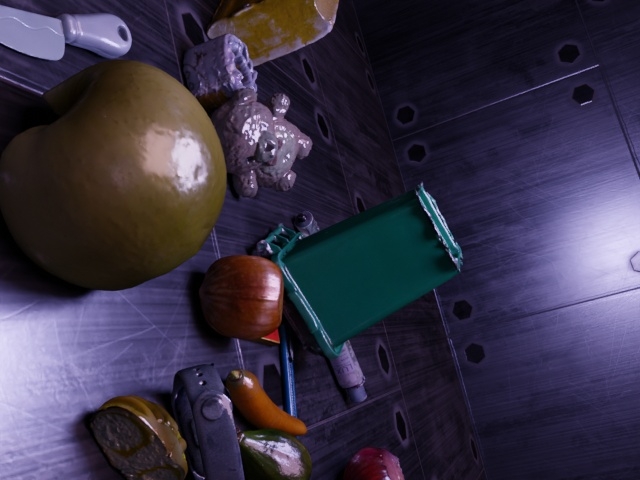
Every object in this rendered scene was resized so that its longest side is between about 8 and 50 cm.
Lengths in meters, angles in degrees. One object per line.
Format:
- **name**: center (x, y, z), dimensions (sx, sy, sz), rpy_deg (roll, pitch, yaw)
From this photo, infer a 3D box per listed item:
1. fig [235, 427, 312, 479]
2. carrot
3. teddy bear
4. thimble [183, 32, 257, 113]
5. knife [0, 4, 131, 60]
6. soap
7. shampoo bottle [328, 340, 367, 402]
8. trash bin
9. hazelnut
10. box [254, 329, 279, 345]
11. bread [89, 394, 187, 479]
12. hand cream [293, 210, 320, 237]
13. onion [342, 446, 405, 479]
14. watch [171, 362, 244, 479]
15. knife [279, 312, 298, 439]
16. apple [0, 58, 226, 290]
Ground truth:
- **fig**: center (-0.095, 0.360, 1.082), dimensions (0.177, 0.117, 0.117), rpy_deg (40, 33, -29)
- **carrot**: center (-0.095, 0.312, 1.176), dimensions (0.271, 0.062, 0.066), rpy_deg (56, 0, -39)
- **teddy bear**: center (-0.133, -0.206, 1.386), dimensions (0.235, 0.151, 0.267), rpy_deg (-66, 161, -2)
- **thimble**: center (-0.209, -0.355, 1.375), dimensions (0.127, 0.118, 0.151), rpy_deg (37, 39, -63)
- **knife**: center (-0.392, -0.302, 0.950), dimensions (0.331, 0.044, 0.080), rpy_deg (-31, 109, -65)
- **soap**: center (-0.105, -0.584, 1.607), dimensions (0.335, 0.294, 0.156), rpy_deg (-84, 153, -52)
- **shampoo bottle**: center (0.057, 0.297, 1.602), dimensions (0.214, 0.072, 0.072), rpy_deg (68, 19, -11)
- **trash bin**: center (0.088, 0.038, 1.407), dimensions (0.295, 0.381, 0.259), rpy_deg (59, 16, -7)
- **hazelnut**: center (-0.136, 0.098, 1.145), dimensions (0.150, 0.150, 0.150), rpy_deg (-18, 90, -71)
- **box**: center (-0.125, 0.156, 1.290), dimensions (0.133, 0.023, 0.090), rpy_deg (35, 39, -61)
- **bread**: center (-0.224, 0.260, 0.851), dimensions (0.094, 0.083, 0.157), rpy_deg (-83, 150, -75)
- **hand cream**: center (0.001, 0.000, 1.734), dimensions (0.248, 0.052, 0.075), rpy_deg (50, 30, -48)
- **onion**: center (0.134, 0.568, 1.431), dimensions (0.248, 0.162, 0.247), rpy_deg (-11, 90, -80)
- **watch**: center (-0.154, 0.274, 0.897), dimensions (0.193, 0.068, 0.206), rpy_deg (158, -81, -70)
- **knife**: center (-0.063, 0.276, 1.348), dimensions (0.044, 0.026, 0.296), rpy_deg (64, 16, -58)
- **apple**: center (-0.245, -0.090, 0.854), dimensions (0.257, 0.234, 0.295), rpy_deg (55, 25, -33)
